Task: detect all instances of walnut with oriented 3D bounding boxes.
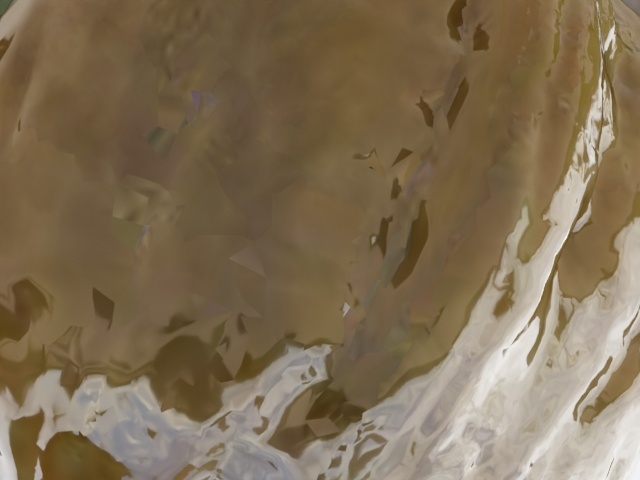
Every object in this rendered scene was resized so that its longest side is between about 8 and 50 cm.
[{"bbox_3d":[0.000,0.000,0.775,0.332,0.333,0.333,-7,-160,2],"label":"walnut"}]
